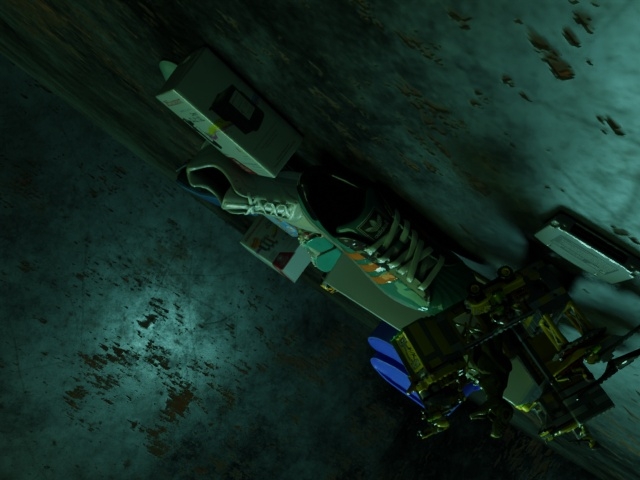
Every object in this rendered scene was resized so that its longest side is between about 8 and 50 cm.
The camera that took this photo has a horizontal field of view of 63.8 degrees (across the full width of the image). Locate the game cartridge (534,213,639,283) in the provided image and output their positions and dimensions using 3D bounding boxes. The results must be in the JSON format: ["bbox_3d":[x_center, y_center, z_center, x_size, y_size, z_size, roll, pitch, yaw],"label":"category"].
[{"bbox_3d":[0.238,0.008,0.463,0.083,0.017,0.056,34,168,9],"label":"game cartridge"}]

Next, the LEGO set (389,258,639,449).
[{"bbox_3d":[0.232,0.183,0.620,0.331,0.255,0.192,76,167,-60],"label":"LEGO set"}]

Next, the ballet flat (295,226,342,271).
[{"bbox_3d":[0.000,0.000,1.202,0.241,0.091,0.077,66,179,-66],"label":"ballet flat"}]

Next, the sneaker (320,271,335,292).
[{"bbox_3d":[0.045,0.135,1.692,0.084,0.083,0.215,30,172,23],"label":"sneaker"}]

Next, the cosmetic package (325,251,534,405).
[{"bbox_3d":[0.224,0.158,0.957,0.377,0.097,0.284,31,177,29],"label":"cosmetic package"}]

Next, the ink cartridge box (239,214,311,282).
[{"bbox_3d":[-0.125,0.017,1.545,0.176,0.128,0.127,31,170,26],"label":"ink cartridge box"}]

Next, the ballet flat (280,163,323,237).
[{"bbox_3d":[-0.042,-0.073,0.934,0.206,0.067,0.073,41,171,-29],"label":"ballet flat"}]

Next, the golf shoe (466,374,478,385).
[{"bbox_3d":[0.365,0.265,1.172,0.273,0.105,0.120,22,-133,-46],"label":"golf shoe"}]

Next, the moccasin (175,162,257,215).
[{"bbox_3d":[-0.194,-0.130,1.090,0.138,0.116,0.342,27,175,-41],"label":"moccasin"}]

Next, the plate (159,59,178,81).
[{"bbox_3d":[-0.195,-0.224,0.856,0.188,0.024,0.188,35,173,5],"label":"plate"}]

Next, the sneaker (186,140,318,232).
[{"bbox_3d":[-0.100,-0.069,0.839,0.262,0.121,0.099,27,128,2],"label":"sneaker"}]

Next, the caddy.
[{"bbox_3d":[0.297,0.324,1.453,0.341,0.179,0.241,30,146,33],"label":"caddy"}]

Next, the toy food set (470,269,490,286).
[{"bbox_3d":[0.240,0.094,0.843,0.132,0.038,0.192,33,171,18],"label":"toy food set"}]

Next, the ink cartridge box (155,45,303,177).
[{"bbox_3d":[-0.129,-0.171,0.713,0.175,0.072,0.127,39,172,-27],"label":"ink cartridge box"}]

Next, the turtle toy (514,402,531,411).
[{"bbox_3d":[0.507,0.388,1.327,0.095,0.066,0.130,34,171,10],"label":"turtle toy"}]

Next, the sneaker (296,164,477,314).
[{"bbox_3d":[0.085,0.001,0.709,0.302,0.108,0.121,35,176,13],"label":"sneaker"}]

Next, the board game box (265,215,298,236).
[{"bbox_3d":[-0.130,-0.084,1.318,0.211,0.039,0.160,38,172,-12],"label":"board game box"}]

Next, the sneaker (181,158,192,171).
[{"bbox_3d":[-0.315,-0.176,1.483,0.192,0.064,0.086,30,177,36],"label":"sneaker"}]
